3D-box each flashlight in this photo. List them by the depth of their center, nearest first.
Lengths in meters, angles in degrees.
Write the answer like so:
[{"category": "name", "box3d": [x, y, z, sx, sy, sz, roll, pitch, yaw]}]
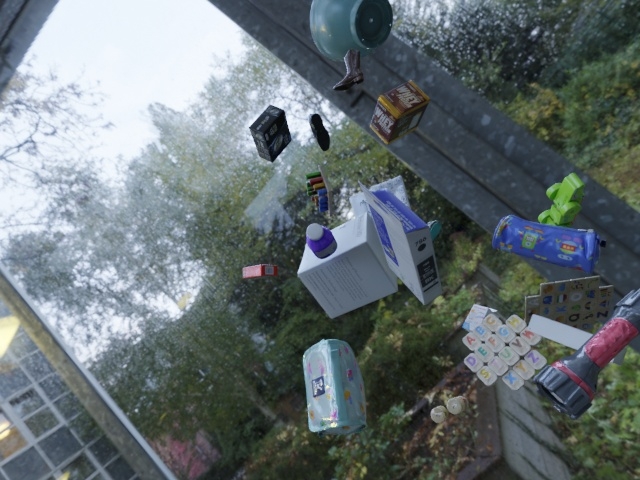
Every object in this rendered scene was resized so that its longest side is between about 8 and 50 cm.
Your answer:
[{"category": "flashlight", "box3d": [0.572, 0.218, 0.838, 0.304, 0.103, 0.103, -41, 27, -5]}]

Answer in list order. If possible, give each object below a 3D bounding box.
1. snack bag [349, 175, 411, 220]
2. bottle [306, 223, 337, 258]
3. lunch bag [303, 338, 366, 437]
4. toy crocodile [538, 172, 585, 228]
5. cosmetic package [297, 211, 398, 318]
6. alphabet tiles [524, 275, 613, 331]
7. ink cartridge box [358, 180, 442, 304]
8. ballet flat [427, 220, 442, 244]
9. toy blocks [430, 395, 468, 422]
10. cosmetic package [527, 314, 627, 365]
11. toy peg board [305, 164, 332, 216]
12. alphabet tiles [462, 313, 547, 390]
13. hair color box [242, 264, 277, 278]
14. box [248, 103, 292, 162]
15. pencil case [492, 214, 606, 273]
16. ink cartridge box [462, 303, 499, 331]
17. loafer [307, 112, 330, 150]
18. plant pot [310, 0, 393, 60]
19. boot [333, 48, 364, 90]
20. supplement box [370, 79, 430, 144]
[{"category": "snack bag", "box3d": [0.329, -0.149, 2.275, 0.343, 0.323, 0.037, -17, -8, 29]}, {"category": "bottle", "box3d": [0.000, 0.000, 1.779, 0.118, 0.092, 0.283, -36, -18, 0]}, {"category": "lunch bag", "box3d": [0.041, 0.402, 1.127, 0.160, 0.223, 0.262, -7, -29, 1]}, {"category": "toy crocodile", "box3d": [0.885, -0.107, 1.514, 0.105, 0.115, 0.340, -15, -41, -1]}, {"category": "cosmetic package", "box3d": [0.150, 0.127, 2.150, 0.394, 0.327, 0.329, -27, 23, 20]}, {"category": "alphabet tiles", "box3d": [1.035, 0.282, 1.747, 0.011, 0.343, 0.285, -85, -16, -61]}, {"category": "ink cartridge box", "box3d": [0.193, 0.001, 0.965, 0.065, 0.165, 0.332, -34, -42, -4]}, {"category": "ballet flat", "box3d": [0.478, 0.005, 1.890, 0.213, 0.072, 0.068, -59, 16, -4]}, {"category": "toy blocks", "box3d": [0.481, 0.619, 1.534, 0.123, 0.054, 0.148, -38, -30, 19]}, {"category": "cosmetic package", "box3d": [0.766, 0.295, 1.254, 0.099, 0.239, 0.060, 19, -90, -40]}, {"category": "toy peg board", "box3d": [-0.008, -0.201, 1.754, 0.079, 0.160, 0.161, -14, -35, -6]}, {"category": "alphabet tiles", "box3d": [0.708, 0.426, 1.622, 0.284, 0.278, 0.021, -43, -45, 2]}, {"category": "hair color box", "box3d": [-0.227, 0.118, 1.555, 0.072, 0.043, 0.141, 6, -11, -37]}, {"category": "box", "box3d": [-0.203, -0.441, 1.726, 0.147, 0.078, 0.180, -54, -22, -21]}, {"category": "pencil case", "box3d": [0.706, 0.004, 1.303, 0.119, 0.306, 0.133, -17, -63, -51]}, {"category": "ink cartridge box", "box3d": [0.741, 0.366, 1.917, 0.143, 0.090, 0.092, -60, 25, -10]}, {"category": "loafer", "box3d": [-0.006, -0.466, 1.787, 0.062, 0.061, 0.170, -28, -60, -15]}, {"category": "plant pot", "box3d": [0.135, -0.798, 1.508, 0.293, 0.196, 0.293, -18, -56, -28]}, {"category": "boot", "box3d": [0.083, -0.545, 1.327, 0.106, 0.114, 0.037, -13, -9, 21]}, {"category": "supplement box", "box3d": [0.349, -0.566, 1.851, 0.191, 0.129, 0.194, -32, -18, -20]}]
